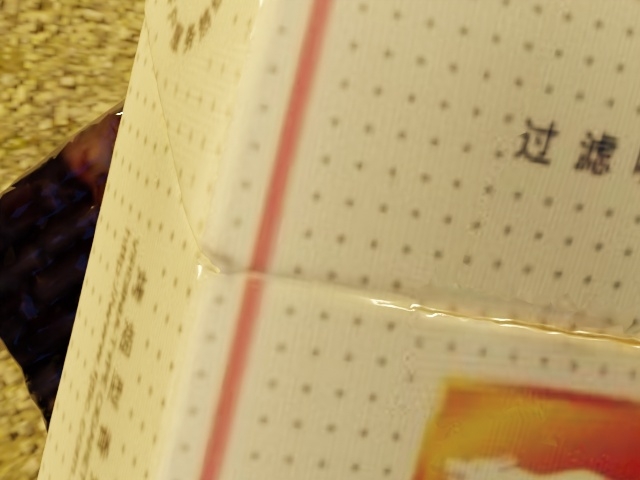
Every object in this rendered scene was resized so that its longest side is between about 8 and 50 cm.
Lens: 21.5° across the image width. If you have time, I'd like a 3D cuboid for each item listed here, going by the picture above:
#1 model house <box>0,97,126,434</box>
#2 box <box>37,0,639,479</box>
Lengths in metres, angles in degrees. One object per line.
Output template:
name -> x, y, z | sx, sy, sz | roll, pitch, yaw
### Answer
model house -> 0.000, 0.000, 0.703 | 0.280, 0.230, 0.249 | -32, 107, 25
box -> 0.035, 0.075, 0.447 | 0.210, 0.095, 0.330 | 10, 99, -25
